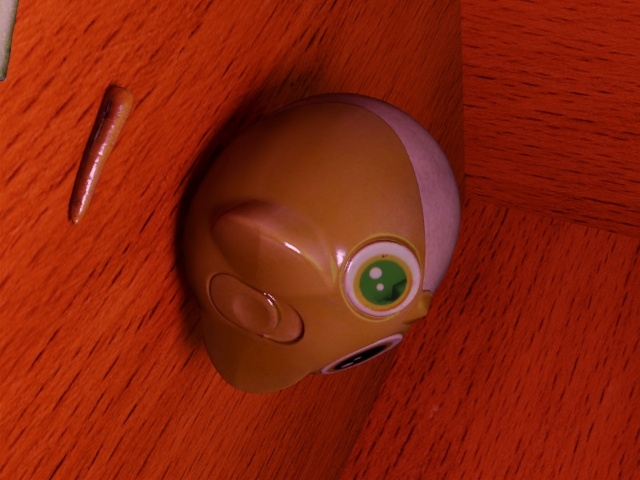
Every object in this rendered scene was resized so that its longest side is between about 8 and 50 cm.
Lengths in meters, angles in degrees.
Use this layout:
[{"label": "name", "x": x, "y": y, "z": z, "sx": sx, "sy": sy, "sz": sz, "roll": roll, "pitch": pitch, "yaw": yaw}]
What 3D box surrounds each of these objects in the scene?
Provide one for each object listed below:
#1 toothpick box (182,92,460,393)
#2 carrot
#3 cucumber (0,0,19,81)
[{"label": "toothpick box", "x": 0.000, "y": 0.000, "z": 1.651, "sx": 0.425, "sy": 0.409, "sz": 0.409, "roll": -47, "pitch": 146, "yaw": -45}, {"label": "carrot", "x": -0.287, "y": -0.109, "z": 1.360, "sx": 0.190, "sy": 0.037, "sz": 0.037, "roll": -69, "pitch": 160, "yaw": -7}, {"label": "cucumber", "x": -0.343, "y": -0.287, "z": 1.030, "sx": 0.115, "sy": 0.063, "sz": 0.243, "roll": 5, "pitch": 99, "yaw": -61}]
